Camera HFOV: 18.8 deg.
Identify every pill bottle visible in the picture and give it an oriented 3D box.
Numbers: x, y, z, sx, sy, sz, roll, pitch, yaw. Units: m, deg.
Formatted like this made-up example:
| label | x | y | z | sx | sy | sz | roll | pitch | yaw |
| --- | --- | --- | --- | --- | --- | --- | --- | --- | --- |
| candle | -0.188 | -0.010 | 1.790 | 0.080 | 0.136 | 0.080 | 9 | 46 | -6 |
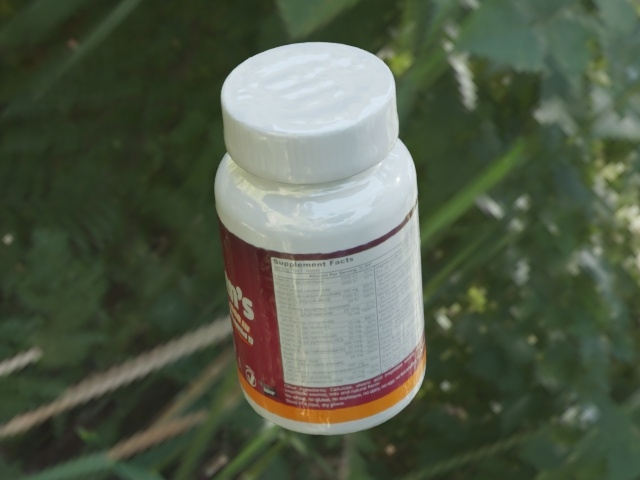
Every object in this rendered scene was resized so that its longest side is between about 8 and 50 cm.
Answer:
| label | x | y | z | sx | sy | sz | roll | pitch | yaw |
| --- | --- | --- | --- | --- | --- | --- | --- | --- | --- |
| pill bottle | 0.000 | 0.000 | 1.164 | 0.121 | 0.121 | 0.221 | -106 | -171 | -53 |
